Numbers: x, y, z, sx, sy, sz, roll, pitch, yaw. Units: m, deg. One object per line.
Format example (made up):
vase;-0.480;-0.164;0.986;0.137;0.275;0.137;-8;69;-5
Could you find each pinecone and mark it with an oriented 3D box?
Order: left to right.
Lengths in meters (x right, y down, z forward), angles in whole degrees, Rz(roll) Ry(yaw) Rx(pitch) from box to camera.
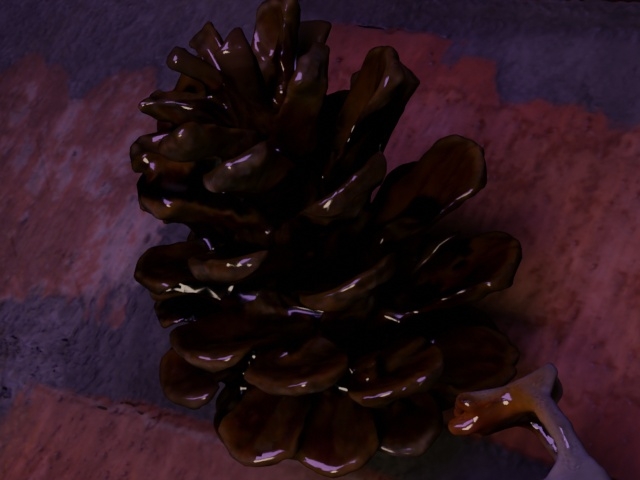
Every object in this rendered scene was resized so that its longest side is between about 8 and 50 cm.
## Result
pinecone;0.000;0.000;0.875;0.244;0.309;0.244;-10;35;7

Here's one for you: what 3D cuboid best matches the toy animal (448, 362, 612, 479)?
toy animal;0.177;0.167;0.723;0.284;0.225;0.302;-25;55;-5
